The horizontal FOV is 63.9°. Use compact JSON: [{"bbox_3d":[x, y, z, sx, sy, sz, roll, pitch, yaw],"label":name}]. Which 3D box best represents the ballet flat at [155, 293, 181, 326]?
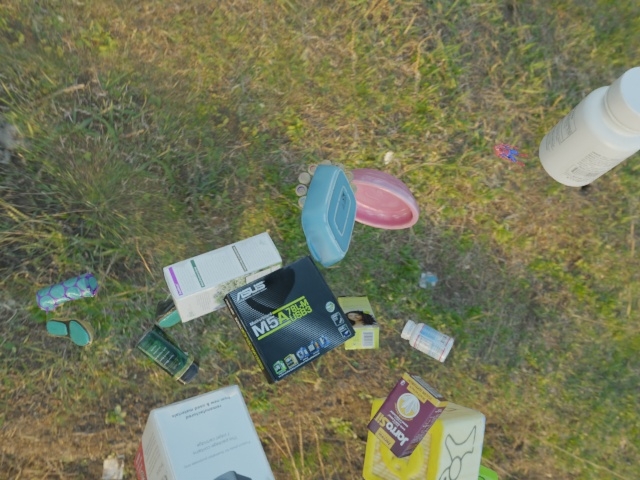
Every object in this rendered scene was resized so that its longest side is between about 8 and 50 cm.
[{"bbox_3d":[-0.385,0.166,1.533,0.280,0.096,0.095,-24,150,16],"label":"ballet flat"}]

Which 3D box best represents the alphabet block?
[{"bbox_3d":[0.239,0.471,1.177,0.197,0.193,0.192,14,82,-46],"label":"alphabet block"}]

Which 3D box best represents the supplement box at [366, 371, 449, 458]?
[{"bbox_3d":[0.104,0.206,0.610,0.083,0.055,0.043,-57,147,4],"label":"supplement box"}]

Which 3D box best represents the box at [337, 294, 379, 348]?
[{"bbox_3d":[0.093,0.205,1.324,0.087,0.232,0.058,-2,103,-3],"label":"box"}]

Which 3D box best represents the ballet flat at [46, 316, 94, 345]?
[{"bbox_3d":[-0.748,0.268,1.573,0.073,0.232,0.080,-12,106,-55],"label":"ballet flat"}]

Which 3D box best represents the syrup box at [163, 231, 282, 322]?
[{"bbox_3d":[-0.206,0.078,1.110,0.237,0.096,0.093,-19,144,-18],"label":"syrup box"}]

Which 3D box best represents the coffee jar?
[{"bbox_3d":[-0.423,0.321,1.434,0.184,0.096,0.079,43,81,-11],"label":"coffee jar"}]

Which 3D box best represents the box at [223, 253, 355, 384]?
[{"bbox_3d":[-0.056,0.144,0.967,0.191,0.045,0.184,-24,80,-28],"label":"box"}]

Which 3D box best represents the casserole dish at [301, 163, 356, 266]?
[{"bbox_3d":[0.020,-0.044,0.808,0.188,0.037,0.114,-75,146,-46],"label":"casserole dish"}]

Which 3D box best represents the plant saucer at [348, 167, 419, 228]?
[{"bbox_3d":[0.186,-0.149,1.780,0.332,0.332,0.084,27,70,-23],"label":"plant saucer"}]

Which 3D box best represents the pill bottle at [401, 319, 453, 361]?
[{"bbox_3d":[0.355,0.331,1.714,0.160,0.087,0.087,27,80,20],"label":"pill bottle"}]

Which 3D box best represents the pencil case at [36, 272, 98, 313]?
[{"bbox_3d":[-0.707,0.146,1.436,0.152,0.064,0.070,-18,105,-1],"label":"pencil case"}]

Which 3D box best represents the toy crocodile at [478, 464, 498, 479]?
[{"bbox_3d":[0.416,0.682,1.225,0.115,0.340,0.105,18,118,-11],"label":"toy crocodile"}]

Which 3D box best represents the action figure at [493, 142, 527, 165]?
[{"bbox_3d":[0.465,-0.214,1.261,0.115,0.030,0.038,12,103,-30],"label":"action figure"}]

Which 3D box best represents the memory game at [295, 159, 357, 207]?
[{"bbox_3d":[0.016,-0.151,1.515,0.186,0.012,0.186,-1,79,8],"label":"memory game"}]

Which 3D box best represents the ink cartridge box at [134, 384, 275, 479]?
[{"bbox_3d":[-0.140,0.388,0.690,0.131,0.226,0.306,-11,59,-35],"label":"ink cartridge box"}]

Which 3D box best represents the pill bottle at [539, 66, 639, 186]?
[{"bbox_3d":[0.512,-0.201,0.926,0.131,0.229,0.131,2,72,-7],"label":"pill bottle"}]
